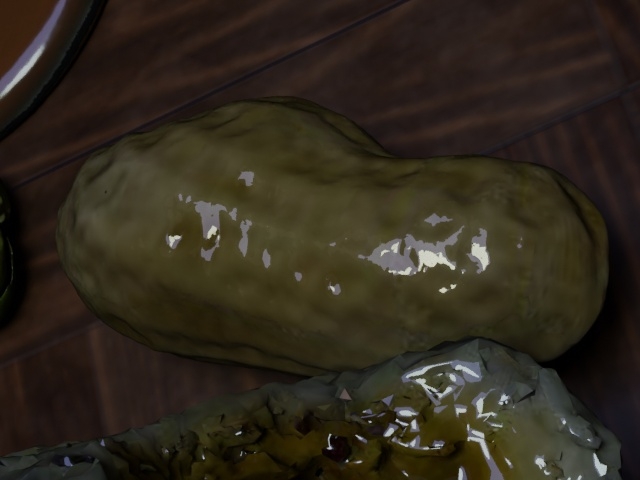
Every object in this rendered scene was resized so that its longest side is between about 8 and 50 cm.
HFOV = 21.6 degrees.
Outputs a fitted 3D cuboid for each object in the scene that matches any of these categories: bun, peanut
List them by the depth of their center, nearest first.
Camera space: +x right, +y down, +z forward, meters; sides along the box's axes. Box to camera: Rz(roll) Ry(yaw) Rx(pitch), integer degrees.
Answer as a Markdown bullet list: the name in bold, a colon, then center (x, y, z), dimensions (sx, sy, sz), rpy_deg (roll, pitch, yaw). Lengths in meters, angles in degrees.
- **bun**: center (-0.041, 0.158, 0.508), dimensions (0.281, 0.281, 0.205), rpy_deg (-18, 82, 19)
- **peanut**: center (0.000, 0.000, 0.633), dimensions (0.226, 0.095, 0.108), rpy_deg (9, 76, 28)

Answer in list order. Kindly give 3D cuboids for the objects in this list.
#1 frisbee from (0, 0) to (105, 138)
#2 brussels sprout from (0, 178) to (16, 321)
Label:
- **frisbee**: center (-0.208, -0.139, 0.839), dimensions (0.251, 0.021, 0.251), rpy_deg (-10, 66, 24)
- **brussels sprout**: center (-0.158, 0.000, 0.740), dimensions (0.051, 0.046, 0.083), rpy_deg (133, 136, -54)
